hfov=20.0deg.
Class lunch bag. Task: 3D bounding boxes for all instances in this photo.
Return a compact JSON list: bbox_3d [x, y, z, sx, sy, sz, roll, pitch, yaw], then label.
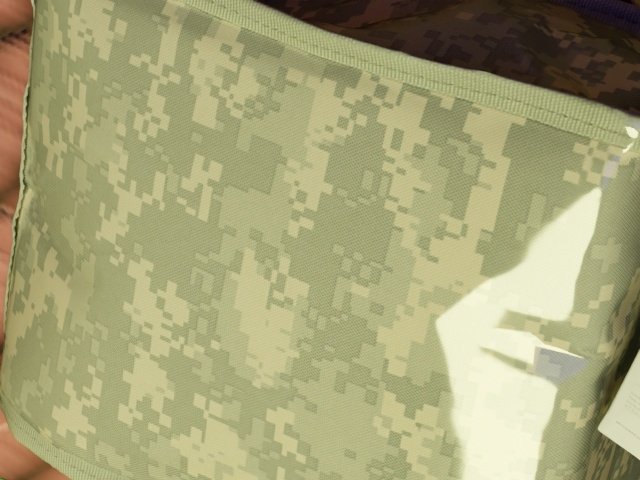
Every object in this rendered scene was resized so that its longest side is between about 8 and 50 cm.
[{"bbox_3d":[0.000,0.000,0.742,0.287,0.169,0.235,20,116,22],"label":"lunch bag"}]

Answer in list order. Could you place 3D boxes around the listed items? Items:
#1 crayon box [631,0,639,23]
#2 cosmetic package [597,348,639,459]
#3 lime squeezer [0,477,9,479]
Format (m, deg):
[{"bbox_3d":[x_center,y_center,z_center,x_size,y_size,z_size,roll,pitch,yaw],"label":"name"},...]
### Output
[{"bbox_3d":[0.163,-0.239,0.707,0.202,0.081,0.319,-22,109,7],"label":"crayon box"},{"bbox_3d":[0.213,0.042,0.696,0.239,0.060,0.099,2,115,-47],"label":"cosmetic package"},{"bbox_3d":[-0.038,0.130,0.842,0.310,0.059,0.110,7,136,-5],"label":"lime squeezer"}]
